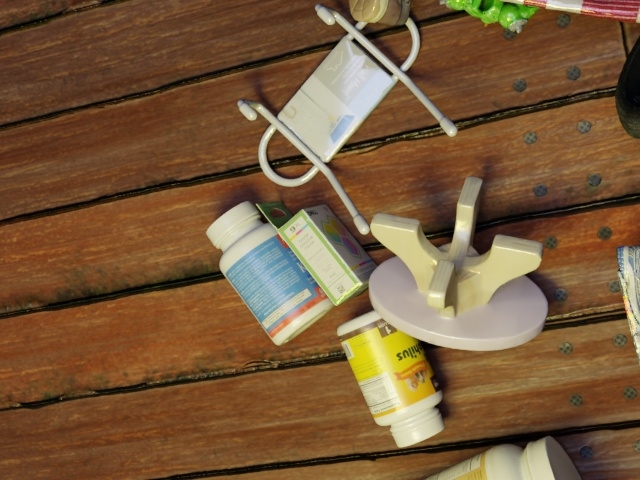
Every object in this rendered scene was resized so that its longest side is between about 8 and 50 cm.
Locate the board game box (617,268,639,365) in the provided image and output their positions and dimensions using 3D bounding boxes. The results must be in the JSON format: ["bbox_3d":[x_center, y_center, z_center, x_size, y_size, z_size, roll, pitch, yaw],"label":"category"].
[{"bbox_3d":[0.560,0.117,1.753,0.194,0.060,0.194,-14,89,18],"label":"board game box"}]

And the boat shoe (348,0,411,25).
[{"bbox_3d":[0.103,-0.467,1.840,0.103,0.092,0.285,-16,67,51],"label":"boat shoe"}]

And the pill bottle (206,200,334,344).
[{"bbox_3d":[-0.086,0.049,1.916,0.124,0.124,0.221,-39,83,16],"label":"pill bottle"}]

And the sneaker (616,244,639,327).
[{"bbox_3d":[0.474,0.069,1.719,0.058,0.052,0.135,-15,89,14],"label":"sneaker"}]

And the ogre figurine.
[{"bbox_3d":[0.263,-0.391,1.794,0.197,0.097,0.118,26,89,3],"label":"ogre figurine"}]

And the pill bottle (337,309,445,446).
[{"bbox_3d":[0.118,0.212,1.867,0.117,0.117,0.215,-25,87,17],"label":"pill bottle"}]

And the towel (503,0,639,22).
[{"bbox_3d":[0.359,-0.445,1.734,0.329,0.037,0.237,13,73,13],"label":"towel"}]

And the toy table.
[{"bbox_3d":[0.206,0.043,1.769,0.274,0.252,0.160,2,136,7],"label":"toy table"}]

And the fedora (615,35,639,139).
[{"bbox_3d":[0.577,-0.250,1.647,0.153,0.334,0.334,32,105,-21],"label":"fedora"}]

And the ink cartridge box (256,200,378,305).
[{"bbox_3d":[0.000,0.000,1.892,0.062,0.109,0.209,-42,81,20],"label":"ink cartridge box"}]

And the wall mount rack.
[{"bbox_3d":[0.047,-0.192,1.856,0.304,0.130,0.350,44,105,10],"label":"wall mount rack"}]

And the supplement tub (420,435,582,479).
[{"bbox_3d":[0.246,0.447,1.785,0.316,0.228,0.228,-28,85,17],"label":"supplement tub"}]
